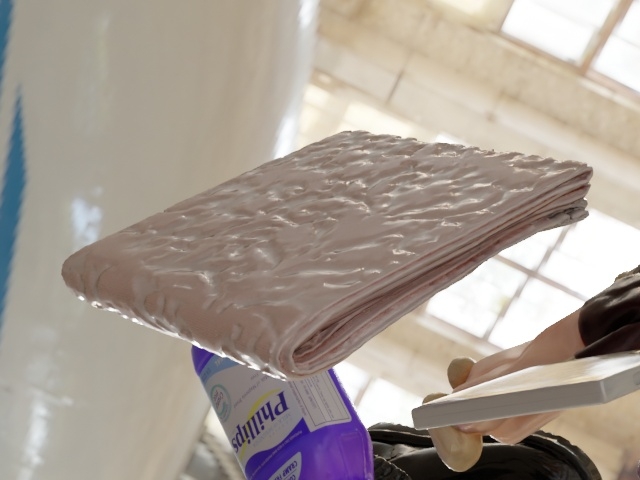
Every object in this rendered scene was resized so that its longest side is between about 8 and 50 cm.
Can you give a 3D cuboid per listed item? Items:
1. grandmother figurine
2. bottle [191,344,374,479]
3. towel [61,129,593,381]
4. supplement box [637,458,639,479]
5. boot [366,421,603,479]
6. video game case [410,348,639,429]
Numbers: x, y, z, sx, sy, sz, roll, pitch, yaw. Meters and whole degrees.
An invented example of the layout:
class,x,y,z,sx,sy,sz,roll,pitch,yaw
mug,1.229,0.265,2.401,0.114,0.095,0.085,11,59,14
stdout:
class,x,y,z,sx,sy,sz,roll,pitch,yaw
grandmother figurine,0.244,0.079,1.346,0.342,0.104,0.208,-33,-163,40
bottle,-0.015,0.182,1.395,0.092,0.283,0.118,-2,145,-43
towel,0.000,0.000,1.268,0.317,0.053,0.332,-26,-158,-29
supplement box,0.372,0.228,1.635,0.043,0.083,0.055,-108,-168,-46
boot,0.108,0.306,1.744,0.260,0.348,0.131,-25,108,-52
video game case,0.164,0.098,1.085,0.157,0.019,0.143,-14,179,42
